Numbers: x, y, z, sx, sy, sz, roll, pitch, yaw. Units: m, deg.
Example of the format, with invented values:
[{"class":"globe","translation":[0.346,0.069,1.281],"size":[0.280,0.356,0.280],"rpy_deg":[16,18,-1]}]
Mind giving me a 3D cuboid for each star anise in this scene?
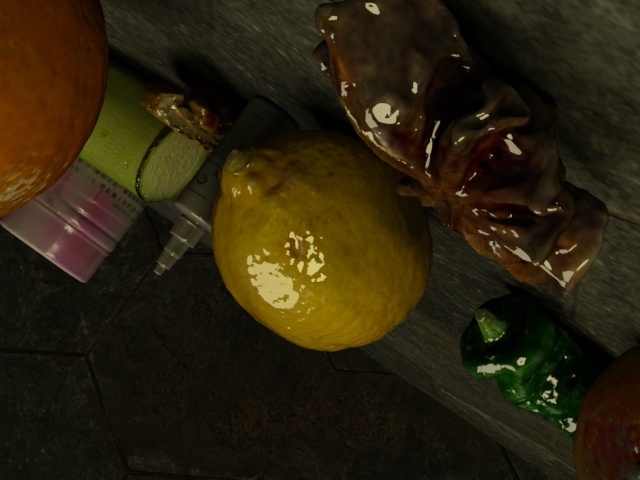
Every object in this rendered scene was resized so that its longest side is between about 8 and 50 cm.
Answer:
[{"class":"star anise","translation":[0.087,-0.061,0.646],"size":[0.214,0.099,0.220],"rpy_deg":[48,180,14]}]

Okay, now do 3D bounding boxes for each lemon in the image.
[{"class":"lemon","translation":[0.000,0.000,0.976],"size":[0.188,0.188,0.256],"rpy_deg":[27,166,46]}]

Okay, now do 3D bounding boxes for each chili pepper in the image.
[{"class":"chili pepper","translation":[0.237,0.136,1.124],"size":[0.270,0.099,0.136],"rpy_deg":[34,-161,-33]}]

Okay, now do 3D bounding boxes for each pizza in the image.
[{"class":"pizza","translation":[-0.098,-0.118,1.169],"size":[0.199,0.062,0.188],"rpy_deg":[32,-174,-15]}]

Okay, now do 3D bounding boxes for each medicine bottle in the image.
[{"class":"medicine bottle","translation":[-0.102,-0.048,1.072],"size":[0.058,0.199,0.057],"rpy_deg":[35,172,6]},{"class":"medicine bottle","translation":[-0.311,-0.083,1.520],"size":[0.152,0.254,0.152],"rpy_deg":[35,172,6]}]

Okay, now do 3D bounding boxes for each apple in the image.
[{"class":"apple","translation":[0.311,0.197,0.949],"size":[0.188,0.174,0.207],"rpy_deg":[24,150,45]}]

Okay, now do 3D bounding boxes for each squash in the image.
[{"class":"squash","translation":[-0.264,-0.159,1.359],"size":[0.247,0.132,0.132],"rpy_deg":[34,172,20]}]

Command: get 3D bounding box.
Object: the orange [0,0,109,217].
[{"class":"orange","translation":[-0.387,-0.178,0.900],"size":[0.424,0.326,0.424],"rpy_deg":[36,-168,-9]}]
